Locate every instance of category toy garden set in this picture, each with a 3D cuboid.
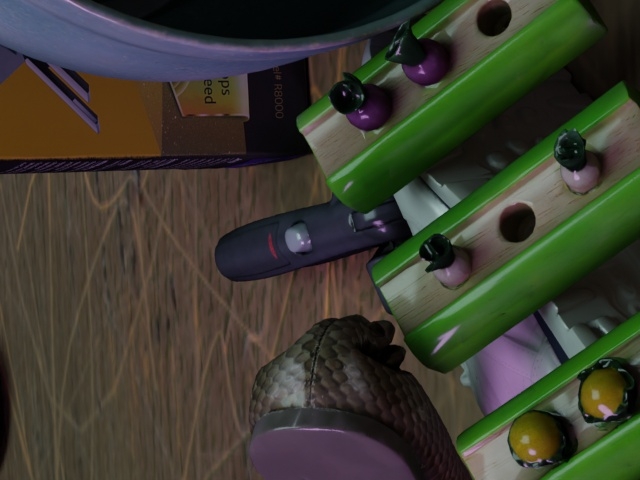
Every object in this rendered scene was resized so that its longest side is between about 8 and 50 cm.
[{"bbox_3d":[0.110,-0.007,0.576,0.204,0.049,0.244,-37,61,19],"label":"toy garden set"}]

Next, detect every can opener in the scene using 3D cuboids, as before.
[{"bbox_3d":[0.000,0.000,0.838,0.186,0.059,0.073,-6,87,59],"label":"can opener"}]

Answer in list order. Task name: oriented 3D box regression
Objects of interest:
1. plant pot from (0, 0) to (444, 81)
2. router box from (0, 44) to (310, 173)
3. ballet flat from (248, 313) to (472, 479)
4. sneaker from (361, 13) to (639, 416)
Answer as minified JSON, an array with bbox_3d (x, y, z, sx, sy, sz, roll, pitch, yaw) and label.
[{"bbox_3d":[-0.078,-0.186,0.736,0.196,0.293,0.293,-25,71,61],"label":"plant pot"},{"bbox_3d":[-0.135,-0.184,0.875,0.081,0.243,0.308,-7,87,60],"label":"router box"},{"bbox_3d":[0.026,0.095,0.702,0.250,0.084,0.058,64,-152,-56],"label":"ballet flat"},{"bbox_3d":[0.070,0.009,0.701,0.095,0.090,0.235,105,148,-45],"label":"sneaker"}]
